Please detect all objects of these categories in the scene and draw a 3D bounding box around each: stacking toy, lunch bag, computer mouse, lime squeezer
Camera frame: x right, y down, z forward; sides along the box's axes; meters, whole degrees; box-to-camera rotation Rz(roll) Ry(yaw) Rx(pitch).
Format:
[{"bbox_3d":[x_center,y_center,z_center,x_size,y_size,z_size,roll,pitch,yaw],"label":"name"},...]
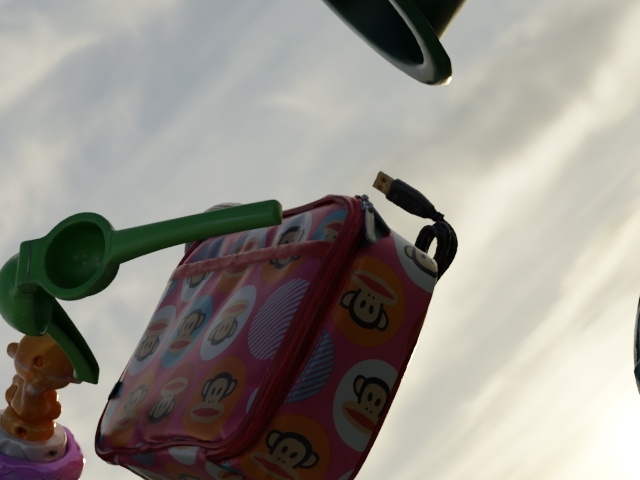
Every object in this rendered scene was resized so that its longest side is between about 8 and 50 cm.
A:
[{"bbox_3d":[-0.256,0.201,1.499,0.166,0.175,0.301,-45,-25,-67],"label":"stacking toy"},{"bbox_3d":[-0.036,0.075,1.386,0.293,0.120,0.258,-13,46,60],"label":"lunch bag"},{"bbox_3d":[0.000,0.000,1.768,0.184,0.262,0.060,-60,-18,-7],"label":"computer mouse"},{"bbox_3d":[-0.138,0.031,1.128,0.310,0.110,0.058,-39,25,54],"label":"lime squeezer"}]

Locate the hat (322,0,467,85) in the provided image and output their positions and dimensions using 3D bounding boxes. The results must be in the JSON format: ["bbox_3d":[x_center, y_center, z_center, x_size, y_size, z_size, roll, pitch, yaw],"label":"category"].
[{"bbox_3d":[0.083,-0.212,1.121,0.183,0.208,0.173,-45,17,-5],"label":"hat"}]

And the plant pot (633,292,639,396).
[{"bbox_3d":[0.323,0.053,1.177,0.293,0.196,0.293,-166,90,-81],"label":"plant pot"}]
